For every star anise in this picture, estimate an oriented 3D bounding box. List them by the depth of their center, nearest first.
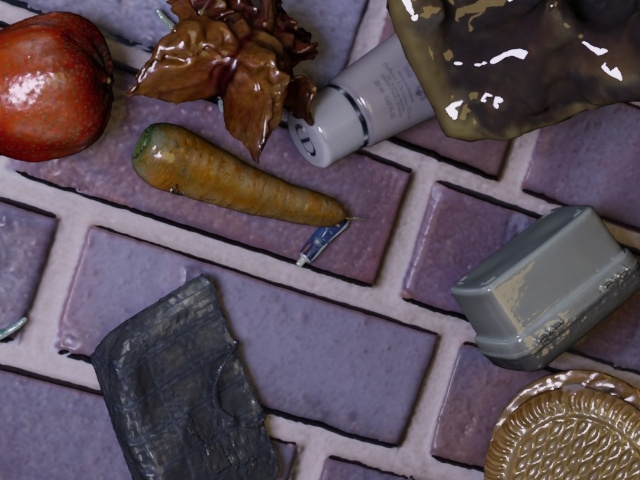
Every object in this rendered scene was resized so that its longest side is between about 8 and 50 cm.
[{"bbox_3d":[-0.100,-0.243,1.423,0.237,0.148,0.346,-4,83,-27],"label":"star anise"}]

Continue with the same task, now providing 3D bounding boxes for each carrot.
[{"bbox_3d":[-0.077,-0.059,1.523,0.298,0.078,0.078,19,90,-24],"label":"carrot"}]

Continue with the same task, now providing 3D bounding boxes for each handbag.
[{"bbox_3d":[-0.154,0.189,1.524,0.175,0.088,0.270,-23,105,-25],"label":"handbag"}]

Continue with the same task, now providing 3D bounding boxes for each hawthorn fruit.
[{"bbox_3d":[-0.313,-0.159,1.381,0.194,0.157,0.157,-6,99,-9],"label":"hawthorn fruit"}]

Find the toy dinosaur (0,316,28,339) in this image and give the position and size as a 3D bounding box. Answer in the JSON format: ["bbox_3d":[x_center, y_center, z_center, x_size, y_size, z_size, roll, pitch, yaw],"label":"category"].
[{"bbox_3d":[-0.491,0.187,1.396,0.383,0.076,0.129,-11,81,-26],"label":"toy dinosaur"}]

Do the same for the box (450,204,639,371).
[{"bbox_3d":[0.279,0.058,1.627,0.210,0.148,0.129,-36,99,-15],"label":"box"}]

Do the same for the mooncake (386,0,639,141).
[{"bbox_3d":[0.297,-0.261,1.427,0.393,0.394,0.246,-31,111,-18],"label":"mooncake"}]

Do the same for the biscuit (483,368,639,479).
[{"bbox_3d":[0.328,0.292,1.654,0.259,0.079,0.259,0,91,14],"label":"biscuit"}]

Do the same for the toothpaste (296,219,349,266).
[{"bbox_3d":[0.000,0.000,1.583,0.027,0.019,0.083,42,78,-2],"label":"toothpaste"}]

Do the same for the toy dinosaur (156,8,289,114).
[{"bbox_3d":[-0.098,-0.207,1.512,0.106,0.044,0.187,-35,94,-22],"label":"toy dinosaur"}]

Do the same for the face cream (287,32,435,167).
[{"bbox_3d":[0.104,-0.192,1.566,0.314,0.089,0.143,-32,105,-22],"label":"face cream"}]
